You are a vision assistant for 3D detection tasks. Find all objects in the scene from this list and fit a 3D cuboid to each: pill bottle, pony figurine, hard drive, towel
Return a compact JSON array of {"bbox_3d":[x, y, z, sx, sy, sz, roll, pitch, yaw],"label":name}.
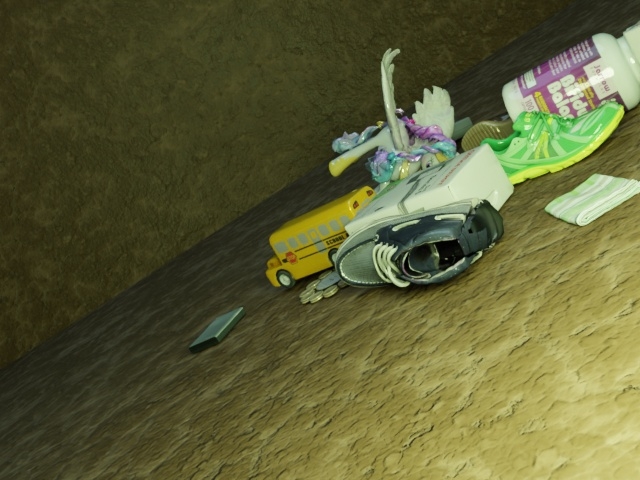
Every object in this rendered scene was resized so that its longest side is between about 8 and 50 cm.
[{"bbox_3d":[0.540,-0.314,1.588,0.302,0.169,0.169,-28,12,25],"label":"pill bottle"},{"bbox_3d":[0.193,-0.244,1.938,0.364,0.350,0.303,-24,-28,39],"label":"pony figurine"},{"bbox_3d":[-0.244,0.213,1.852,0.094,0.022,0.135,-25,14,32],"label":"hard drive"},{"bbox_3d":[0.425,-0.069,1.234,0.113,0.023,0.152,-32,11,1],"label":"towel"}]

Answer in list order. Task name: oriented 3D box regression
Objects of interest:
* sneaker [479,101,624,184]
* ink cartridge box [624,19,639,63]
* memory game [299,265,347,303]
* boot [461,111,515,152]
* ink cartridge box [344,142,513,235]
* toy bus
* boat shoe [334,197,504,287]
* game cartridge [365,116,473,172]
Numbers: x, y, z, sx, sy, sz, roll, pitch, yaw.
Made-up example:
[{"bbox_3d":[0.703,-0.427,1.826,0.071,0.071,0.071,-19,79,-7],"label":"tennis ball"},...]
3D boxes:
[{"bbox_3d":[0.433,-0.198,1.503,0.296,0.123,0.109,-23,14,38],"label":"sneaker"},{"bbox_3d":[0.702,-0.366,1.369,0.171,0.168,0.233,-39,12,-24],"label":"ink cartridge box"},{"bbox_3d":[0.033,0.082,1.685,0.186,0.012,0.186,-31,11,7],"label":"memory game"},{"bbox_3d":[0.488,-0.285,1.906,0.207,0.090,0.248,-27,3,-44],"label":"boot"},{"bbox_3d":[0.216,-0.066,1.552,0.273,0.114,0.198,-22,15,44],"label":"ink cartridge box"},{"bbox_3d":[0.000,0.000,1.759,0.333,0.130,0.108,-23,14,43],"label":"toy bus"},{"bbox_3d":[0.135,0.025,1.346,0.341,0.127,0.158,-23,7,37],"label":"boat shoe"},{"bbox_3d":[0.298,-0.284,2.322,0.297,0.062,0.198,-18,3,42],"label":"game cartridge"}]
